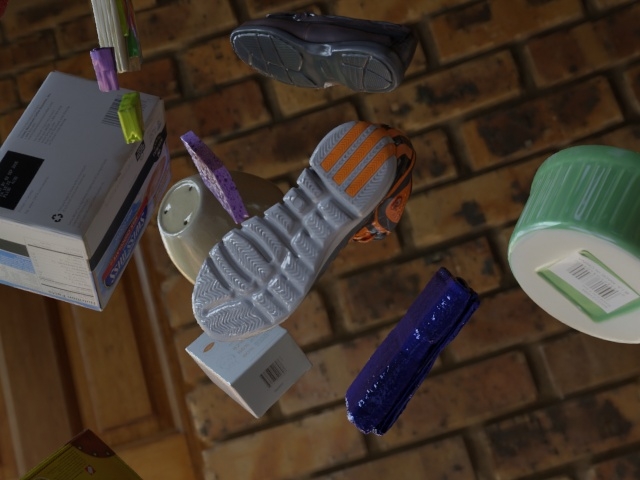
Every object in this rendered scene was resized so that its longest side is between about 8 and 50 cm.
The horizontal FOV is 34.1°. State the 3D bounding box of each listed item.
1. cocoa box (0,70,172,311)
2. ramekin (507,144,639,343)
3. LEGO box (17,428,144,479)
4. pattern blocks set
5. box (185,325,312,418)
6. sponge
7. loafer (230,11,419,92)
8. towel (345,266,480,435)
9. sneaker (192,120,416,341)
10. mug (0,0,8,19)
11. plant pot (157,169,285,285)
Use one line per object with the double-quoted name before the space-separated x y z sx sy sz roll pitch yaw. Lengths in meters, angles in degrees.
"cocoa box" -0.441 -0.090 1.887 0.231 0.347 0.228 14 -36 9
"ramekin" 0.428 0.017 1.552 0.148 0.303 0.303 -55 -1 -27
"LEGO box" -0.479 0.536 1.461 0.372 0.193 0.500 -50 -5 22
"pattern blocks set" -0.204 -0.239 1.030 0.026 0.285 0.325 -9 26 -4
"box" -0.120 0.194 1.742 0.130 0.170 0.091 -43 -57 -14
"sponge" -0.198 -0.121 1.958 0.031 0.210 0.117 -30 -58 -9
"loafer" 0.007 -0.288 1.550 0.302 0.095 0.109 16 -34 33
"towel" 0.162 0.194 1.836 0.308 0.076 0.227 -53 3 5
"sneaker" 0.000 0.000 1.223 0.321 0.124 0.180 -43 -16 17
"mug" -0.591 -0.398 1.598 0.150 0.113 0.169 15 -10 28
"plant pot" -0.234 -0.035 2.228 0.284 0.284 0.191 -28 -36 30
